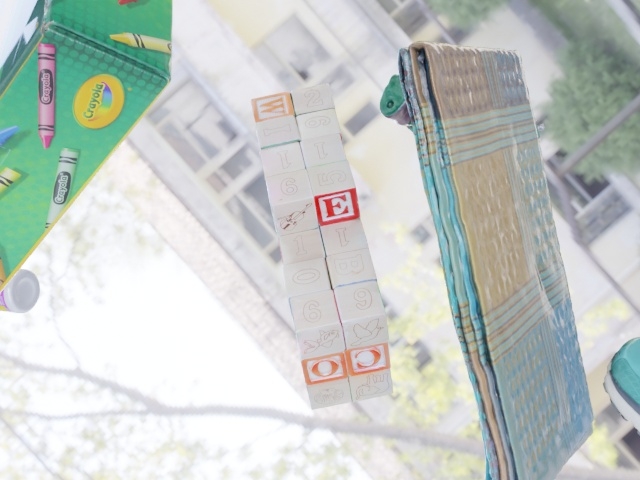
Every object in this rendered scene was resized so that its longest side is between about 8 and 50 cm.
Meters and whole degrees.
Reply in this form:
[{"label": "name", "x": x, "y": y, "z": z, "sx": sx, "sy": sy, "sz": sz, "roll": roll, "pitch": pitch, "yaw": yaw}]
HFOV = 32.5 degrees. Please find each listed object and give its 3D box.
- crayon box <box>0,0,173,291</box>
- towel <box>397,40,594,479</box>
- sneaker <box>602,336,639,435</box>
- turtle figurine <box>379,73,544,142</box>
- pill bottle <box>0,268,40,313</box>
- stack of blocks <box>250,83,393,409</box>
[{"label": "crayon box", "x": -0.196, "y": -0.091, "z": 0.712, "sx": 0.081, "sy": 0.278, "sz": 0.165, "roll": 21, "pitch": -135, "yaw": -30}, {"label": "towel", "x": 0.157, "y": 0.018, "z": 0.935, "sx": 0.271, "sy": 0.040, "sz": 0.370, "roll": -16, "pitch": -86, "yaw": -64}, {"label": "sneaker", "x": 0.329, "y": 0.111, "z": 0.725, "sx": 0.275, "sy": 0.107, "sz": 0.110, "roll": 16, "pitch": 127, "yaw": 23}, {"label": "turtle figurine", "x": 0.167, "y": -0.116, "z": 1.283, "sx": 0.175, "sy": 0.118, "sz": 0.234, "roll": 17, "pitch": 177, "yaw": 33}, {"label": "pill bottle", "x": -0.315, "y": 0.046, "z": 1.061, "sx": 0.083, "sy": 0.043, "sz": 0.043, "roll": 3, "pitch": 153, "yaw": 30}, {"label": "stack of blocks", "x": 0.000, "y": 0.000, "z": 1.130, "sx": 0.171, "sy": 0.087, "sz": 0.297, "roll": 80, "pitch": 179, "yaw": -46}]
